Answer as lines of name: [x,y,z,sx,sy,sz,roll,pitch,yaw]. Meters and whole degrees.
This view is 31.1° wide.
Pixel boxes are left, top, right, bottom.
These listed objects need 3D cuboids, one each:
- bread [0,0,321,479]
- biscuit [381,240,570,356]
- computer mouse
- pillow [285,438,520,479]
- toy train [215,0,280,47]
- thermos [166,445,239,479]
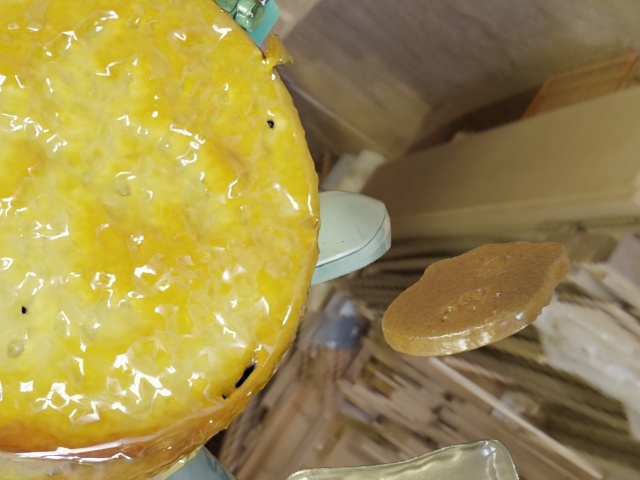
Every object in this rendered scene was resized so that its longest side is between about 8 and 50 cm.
bread: [-0.186,0.003,0.777,0.398,0.398,0.215,36,161,-7]
biscuit: [0.228,0.088,1.717,0.273,0.257,0.049,-6,119,41]
computer mouse: [-0.002,-0.006,1.344,0.288,0.159,0.097,-24,-83,-76]
pillow: [0.079,0.246,1.056,0.033,0.217,0.130,-75,-32,-62]
toy train: [-0.152,-0.329,1.544,0.198,0.107,0.154,31,173,18]
thermos: [-0.186,0.272,1.314,0.286,0.145,0.182,50,-168,-19]
